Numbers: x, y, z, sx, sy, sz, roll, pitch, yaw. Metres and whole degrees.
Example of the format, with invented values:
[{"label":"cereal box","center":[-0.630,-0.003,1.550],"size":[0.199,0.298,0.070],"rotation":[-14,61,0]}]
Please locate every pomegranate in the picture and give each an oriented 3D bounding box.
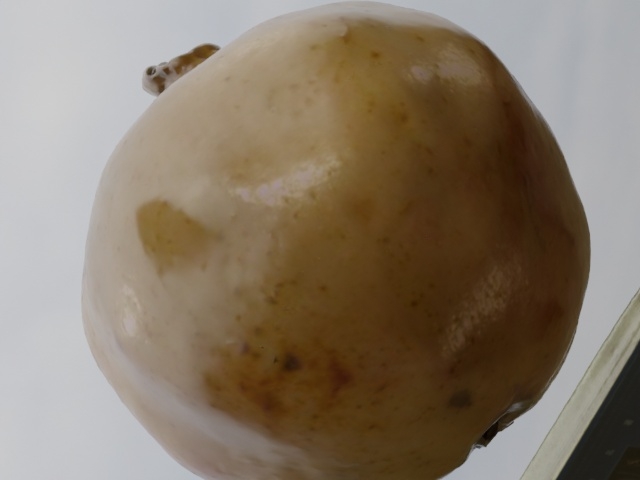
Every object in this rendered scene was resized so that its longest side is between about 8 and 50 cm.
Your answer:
[{"label":"pomegranate","center":[0.000,0.000,1.063],"size":[0.411,0.411,0.412],"rotation":[10,-90,-69]}]

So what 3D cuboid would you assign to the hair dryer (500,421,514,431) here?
[{"label":"hair dryer","center":[0.085,0.134,1.537],"size":[0.075,0.237,0.206],"rotation":[-2,-106,-54]}]

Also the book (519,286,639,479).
[{"label":"book","center":[0.232,0.116,0.701],"size":[0.025,0.269,0.191],"rotation":[-111,38,-52]}]
